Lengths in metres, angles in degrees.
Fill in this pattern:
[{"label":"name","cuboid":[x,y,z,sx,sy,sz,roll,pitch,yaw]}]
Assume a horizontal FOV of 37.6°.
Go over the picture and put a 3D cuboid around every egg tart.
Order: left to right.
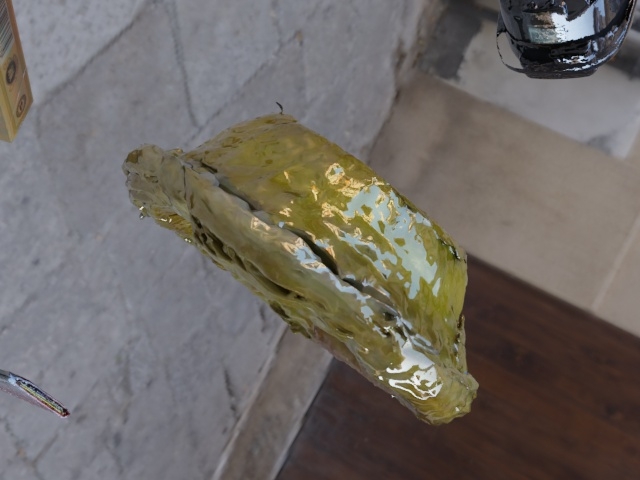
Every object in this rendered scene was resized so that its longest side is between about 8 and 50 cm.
[{"label":"egg tart","cuboid":[0.001,0.007,0.853,0.169,0.388,0.388,-53,162,-3]}]

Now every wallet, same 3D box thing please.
[{"label":"wallet","cuboid":[-0.403,0.180,1.197,0.103,0.196,0.020,44,63,-37]}]

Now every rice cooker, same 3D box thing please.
[{"label":"rice cooker","cuboid":[0.254,-0.260,0.975,0.118,0.142,0.203,52,46,-50]}]

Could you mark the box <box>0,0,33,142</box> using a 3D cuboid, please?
[{"label":"box","cuboid":[-0.438,-0.232,1.071,0.274,0.174,0.076,110,-1,-64]}]
